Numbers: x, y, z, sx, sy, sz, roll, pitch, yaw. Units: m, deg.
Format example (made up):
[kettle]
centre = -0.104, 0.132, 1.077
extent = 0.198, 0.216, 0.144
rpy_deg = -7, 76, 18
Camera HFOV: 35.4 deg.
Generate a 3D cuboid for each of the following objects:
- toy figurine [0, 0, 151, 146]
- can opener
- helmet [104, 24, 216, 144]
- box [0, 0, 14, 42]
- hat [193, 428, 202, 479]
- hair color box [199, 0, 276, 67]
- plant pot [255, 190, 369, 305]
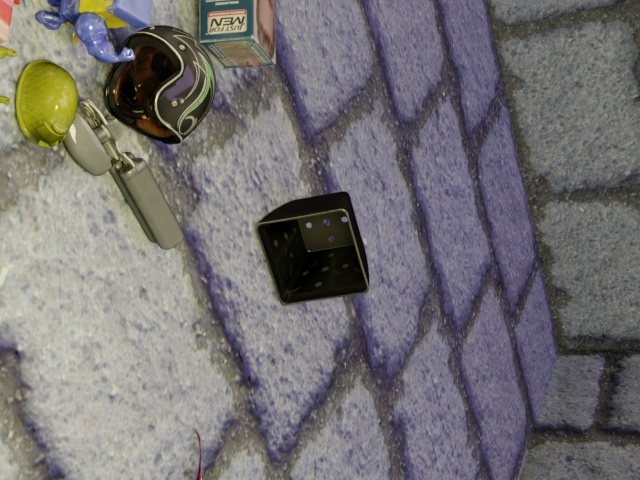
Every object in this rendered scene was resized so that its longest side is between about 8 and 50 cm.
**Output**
[toy figurine]
centre = -0.320, -0.328, 1.371
extent = 0.191, 0.217, 0.363
rpy_deg = 34, 55, -57
[can opener]
centre = -0.313, -0.091, 1.550
extent = 0.095, 0.076, 0.283
rpy_deg = -38, 127, -20
[helmet]
centre = -0.245, -0.251, 1.580
extent = 0.169, 0.169, 0.162
rpy_deg = 41, 67, -54
[box]
centre = -0.493, -0.344, 1.122
extent = 0.300, 0.142, 0.154
rpy_deg = 34, 56, -57
[hat]
centre = -0.207, 0.483, 1.707
extent = 0.208, 0.183, 0.173
rpy_deg = -44, 131, -3
[hair color box]
centre = -0.148, -0.505, 1.819
extent = 0.174, 0.105, 0.347
rpy_deg = 27, 62, -78
[plant pot]
centre = 0.000, 0.000, 2.020
extent = 0.167, 0.187, 0.188
rpy_deg = -67, 144, -61
